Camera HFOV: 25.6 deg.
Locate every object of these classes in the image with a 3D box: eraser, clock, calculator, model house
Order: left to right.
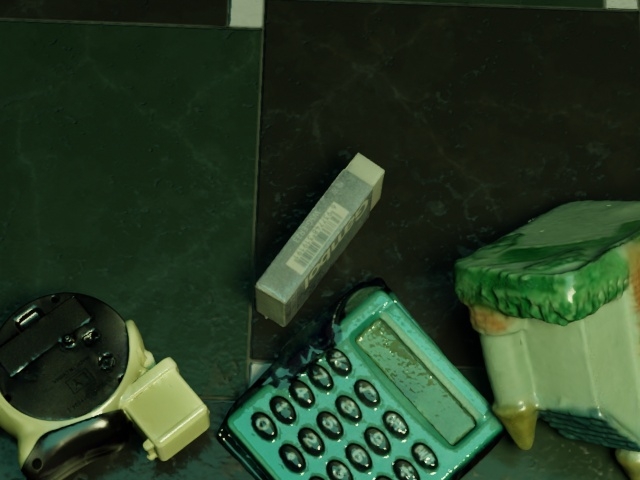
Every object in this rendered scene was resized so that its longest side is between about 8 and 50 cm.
[{"bbox_3d":[-0.335,0.233,1.577,0.379,0.120,0.276,-41,70,-16],"label":"clock"},{"bbox_3d":[0.000,0.000,1.686,0.046,0.092,0.212,34,71,11],"label":"eraser"},{"bbox_3d":[0.046,0.208,1.627,0.274,0.058,0.248,-39,74,-14],"label":"calculator"},{"bbox_3d":[0.316,0.143,1.620,0.267,0.194,0.325,-25,107,-40],"label":"model house"}]
